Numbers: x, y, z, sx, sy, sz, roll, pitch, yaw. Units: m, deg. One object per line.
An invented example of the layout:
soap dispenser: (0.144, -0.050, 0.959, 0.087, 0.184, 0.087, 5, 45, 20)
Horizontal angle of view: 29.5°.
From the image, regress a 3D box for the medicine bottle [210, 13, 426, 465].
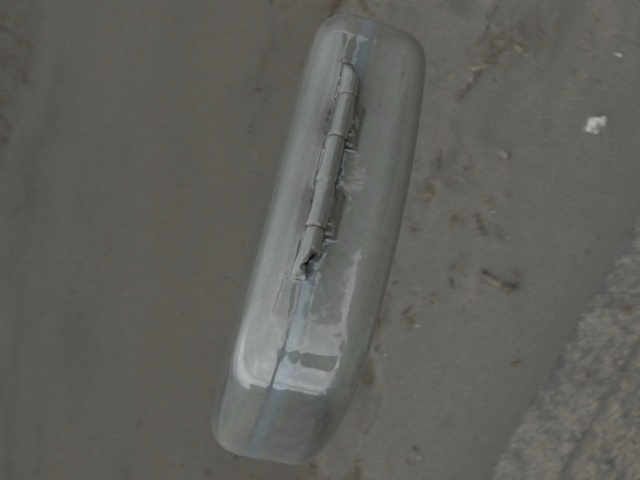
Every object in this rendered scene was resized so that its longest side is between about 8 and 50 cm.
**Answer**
medicine bottle: (0.000, 0.000, 1.082, 0.123, 0.282, 0.375, 15, 62, -5)
